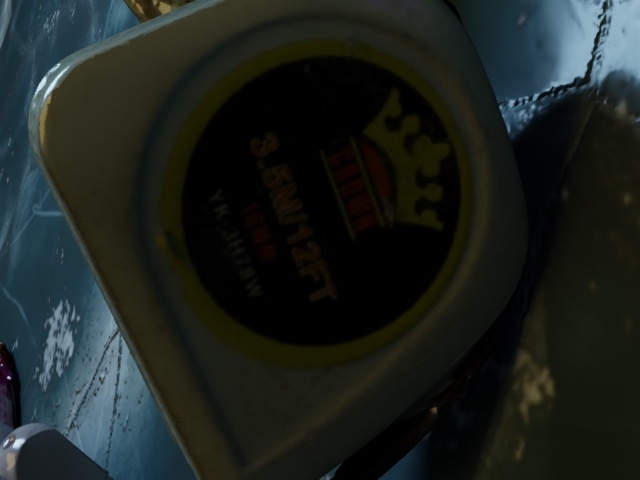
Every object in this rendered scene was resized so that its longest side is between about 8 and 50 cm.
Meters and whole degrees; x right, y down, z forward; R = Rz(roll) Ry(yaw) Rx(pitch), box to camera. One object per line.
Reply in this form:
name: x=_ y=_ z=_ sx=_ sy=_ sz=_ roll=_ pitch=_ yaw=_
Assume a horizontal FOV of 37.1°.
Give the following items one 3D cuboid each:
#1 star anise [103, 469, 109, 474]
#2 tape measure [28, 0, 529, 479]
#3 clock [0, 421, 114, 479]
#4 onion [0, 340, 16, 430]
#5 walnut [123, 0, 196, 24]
star anise: x=-0.258 y=0.317 z=0.941 sx=0.195 sy=0.065 sz=0.183 roll=-25 pitch=57 yaw=52
tape measure: x=0.000 y=0.000 z=0.498 sx=0.271 sy=0.231 sz=0.133 roll=68 pitch=166 yaw=-14
clock: x=-0.362 y=0.296 z=0.834 sx=0.325 sy=0.184 sz=0.342 roll=-5 pitch=40 yaw=44
onion: x=-0.503 y=0.263 z=1.328 sx=0.227 sy=0.120 sz=0.284 roll=-33 pitch=51 yaw=44
walnut: x=-0.059 y=-0.215 z=0.688 sx=0.198 sy=0.198 sz=0.245 roll=-43 pitch=41 yaw=45
